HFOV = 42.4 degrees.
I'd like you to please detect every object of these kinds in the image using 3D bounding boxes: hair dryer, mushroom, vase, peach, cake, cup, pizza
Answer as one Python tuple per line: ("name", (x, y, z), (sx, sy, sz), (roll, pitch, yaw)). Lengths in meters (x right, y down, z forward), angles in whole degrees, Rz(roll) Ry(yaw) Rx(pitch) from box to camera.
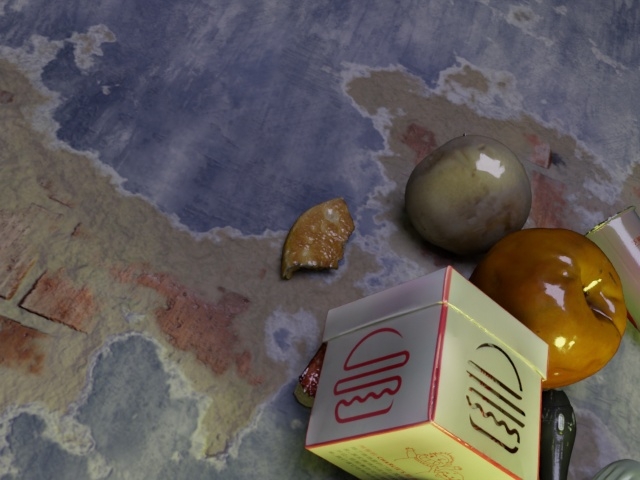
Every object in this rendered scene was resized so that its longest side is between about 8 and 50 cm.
("hair dryer", (0.391, 0.410, 1.706), (0.271, 0.091, 0.236), (9, 63, 2))
("mushroom", (0.353, -0.116, 1.962), (0.292, 0.293, 0.290), (26, 22, -1))
("vase", (0.558, 0.539, 1.627), (0.248, 0.128, 0.128), (-30, 70, -24))
("peach", (0.464, 0.141, 1.763), (0.342, 0.301, 0.343), (14, 65, -33))
("cake", (0.002, 0.238, 1.660), (0.116, 0.086, 0.220), (8, 55, -17))
("cup", (0.757, 0.087, 1.992), (0.203, 0.203, 0.288), (-22, 71, -31))
("pizza", (-0.004, -0.005, 1.853), (0.134, 0.056, 0.271), (24, 50, 0))

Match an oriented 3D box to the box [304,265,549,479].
("box", (0.197, 0.279, 1.501), (0.314, 0.312, 0.300), (37, 49, -29))
